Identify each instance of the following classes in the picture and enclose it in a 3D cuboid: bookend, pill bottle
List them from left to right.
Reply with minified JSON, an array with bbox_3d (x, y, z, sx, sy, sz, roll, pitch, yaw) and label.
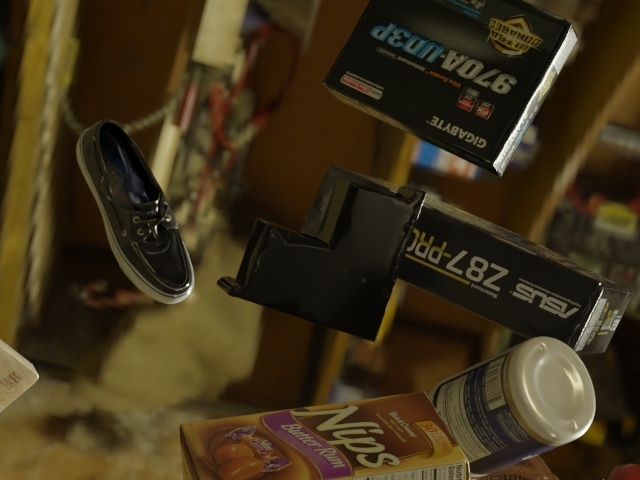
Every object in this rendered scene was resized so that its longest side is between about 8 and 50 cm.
[{"bbox_3d":[0.000,0.000,1.712,0.072,0.157,0.156,-153,-99,-76],"label":"bookend"},{"bbox_3d":[0.151,0.153,1.529,0.169,0.094,0.094,-31,-142,46],"label":"pill bottle"}]

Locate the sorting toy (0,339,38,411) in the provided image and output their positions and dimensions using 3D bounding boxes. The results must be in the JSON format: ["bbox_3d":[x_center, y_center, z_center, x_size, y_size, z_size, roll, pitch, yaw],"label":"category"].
[{"bbox_3d":[-0.542,0.172,2.229,0.255,0.257,0.089,-40,-132,2],"label":"sorting toy"}]

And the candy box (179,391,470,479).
[{"bbox_3d":[0.001,0.162,1.234,0.109,0.186,0.053,-123,-150,-64],"label":"candy box"}]

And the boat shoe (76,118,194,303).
[{"bbox_3d":[-0.205,-0.038,1.994,0.228,0.080,0.076,65,-27,7],"label":"boat shoe"}]

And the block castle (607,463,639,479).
[{"bbox_3d":[0.599,0.355,2.307,0.453,0.303,0.213,-46,-174,48],"label":"block castle"}]

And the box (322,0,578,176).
[{"bbox_3d":[0.139,-0.192,1.865,0.175,0.220,0.051,-60,156,-5],"label":"box"}]

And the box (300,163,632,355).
[{"bbox_3d":[0.179,0.025,1.970,0.097,0.318,0.395,-64,167,5],"label":"box"}]

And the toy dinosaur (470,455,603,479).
[{"bbox_3d":[0.270,0.321,2.257,0.127,0.200,0.295,-54,157,4],"label":"toy dinosaur"}]
